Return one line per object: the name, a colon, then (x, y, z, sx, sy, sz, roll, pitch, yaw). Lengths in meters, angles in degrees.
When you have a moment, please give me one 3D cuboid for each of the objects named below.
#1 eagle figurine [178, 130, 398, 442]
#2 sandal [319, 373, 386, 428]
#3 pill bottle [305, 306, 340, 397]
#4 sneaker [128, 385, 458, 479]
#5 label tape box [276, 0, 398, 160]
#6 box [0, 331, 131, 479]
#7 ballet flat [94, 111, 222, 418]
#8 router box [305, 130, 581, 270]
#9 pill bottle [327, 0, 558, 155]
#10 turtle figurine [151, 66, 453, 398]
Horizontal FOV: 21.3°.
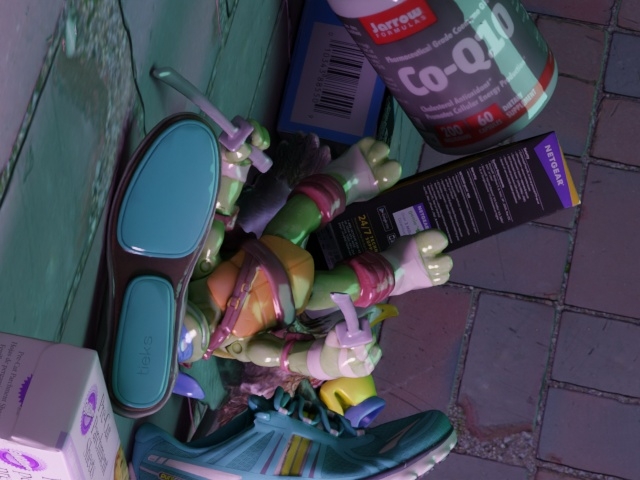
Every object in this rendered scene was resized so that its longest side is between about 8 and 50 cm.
eagle figurine: (-0.042, 0.070, 1.546, 0.226, 0.225, 0.298, 1, -66, 58)
sandal: (-0.023, 0.277, 1.730, 0.317, 0.138, 0.126, -46, 168, -10)
pill bottle: (-0.030, 0.105, 1.781, 0.216, 0.121, 0.121, 74, 27, -75)
sneaker: (-0.020, 0.172, 1.387, 0.107, 0.275, 0.110, 161, -81, -76)
label tape box: (0.041, -0.185, 1.949, 0.347, 0.115, 0.249, 66, 36, -76)
box: (-0.156, 0.157, 1.038, 0.324, 0.063, 0.067, 90, 12, -60)
ballet flat: (-0.120, 0.014, 1.170, 0.068, 0.072, 0.213, -160, -99, -69)
router box: (0.105, -0.027, 1.770, 0.309, 0.243, 0.081, 171, -101, -80)
pill bottle: (0.104, -0.235, 1.690, 0.283, 0.161, 0.161, 51, 37, -31)
turtle figurine: (0.000, 0.000, 1.301, 0.266, 0.198, 0.274, -26, 141, -46)
